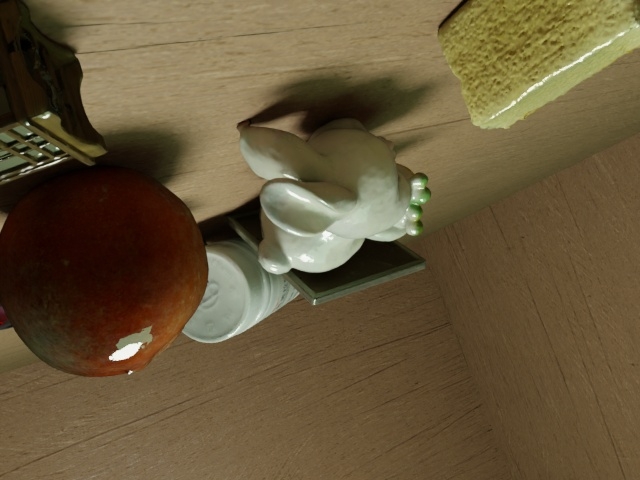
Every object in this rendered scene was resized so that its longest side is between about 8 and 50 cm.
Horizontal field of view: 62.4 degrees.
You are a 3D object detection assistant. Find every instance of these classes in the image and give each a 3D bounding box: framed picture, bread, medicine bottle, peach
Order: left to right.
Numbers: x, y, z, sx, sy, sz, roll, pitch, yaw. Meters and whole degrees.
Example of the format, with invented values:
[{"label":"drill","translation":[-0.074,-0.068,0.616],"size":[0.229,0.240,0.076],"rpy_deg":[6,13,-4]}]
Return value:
[{"label":"peach","translation":[-0.253,0.043,0.630],"size":[0.252,0.252,0.252],"rpy_deg":[-19,172,-3]},{"label":"medicine bottle","translation":[-0.167,0.085,1.136],"size":[0.190,0.189,0.332],"rpy_deg":[-23,180,20]},{"label":"framed picture","translation":[0.000,0.000,0.972],"size":[0.241,0.020,0.324],"rpy_deg":[-15,-146,-31]},{"label":"bread","translation":[0.206,-0.198,0.490],"size":[0.068,0.125,0.188],"rpy_deg":[-13,170,-32]}]

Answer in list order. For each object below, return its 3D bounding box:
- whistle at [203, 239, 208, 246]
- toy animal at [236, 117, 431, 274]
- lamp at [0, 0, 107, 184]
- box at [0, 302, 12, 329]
[{"label":"whistle","translation":[-0.323,0.036,1.104],"size":[0.198,0.057,0.104],"rpy_deg":[-23,171,-38]},{"label":"toy animal","translation":[0.009,-0.061,0.736],"size":[0.247,0.182,0.310],"rpy_deg":[-17,172,-19]},{"label":"lamp","translation":[-0.321,-0.050,0.348],"size":[0.325,0.089,0.090],"rpy_deg":[-20,171,-2]},{"label":"box","translation":[-0.585,0.112,0.892],"size":[0.120,0.069,0.224],"rpy_deg":[-20,171,0]}]
